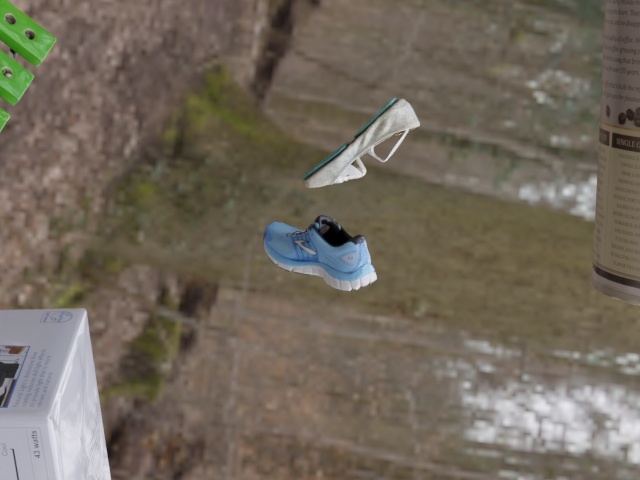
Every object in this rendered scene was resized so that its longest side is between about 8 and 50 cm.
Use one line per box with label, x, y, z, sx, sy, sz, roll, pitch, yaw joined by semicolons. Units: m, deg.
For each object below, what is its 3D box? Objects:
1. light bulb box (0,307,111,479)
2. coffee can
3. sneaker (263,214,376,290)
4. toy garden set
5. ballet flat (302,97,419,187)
light bulb box;-0.445;0.284;1.783;0.225;0.361;0.358;-84;173;-61
coffee can;0.310;-0.097;1.161;0.201;0.201;0.275;-116;-153;-79
sneaker;0.000;0.000;1.744;0.162;0.063;0.073;18;-59;40
toy garden set;-0.414;-0.189;1.611;0.049;0.203;0.244;-36;-156;42
ballet flat;0.051;-0.107;1.896;0.168;0.052;0.057;-40;180;16
